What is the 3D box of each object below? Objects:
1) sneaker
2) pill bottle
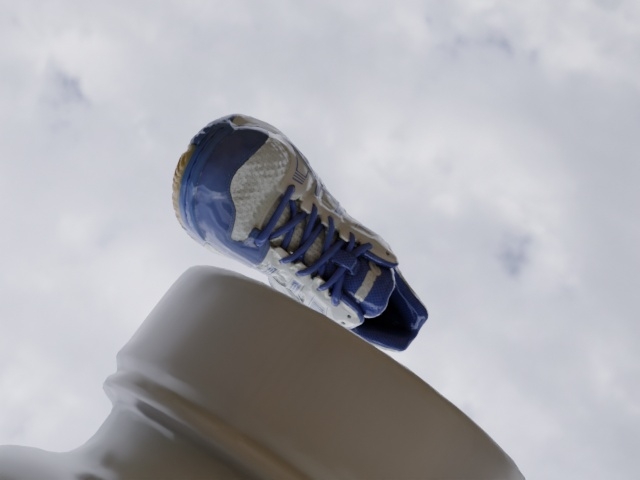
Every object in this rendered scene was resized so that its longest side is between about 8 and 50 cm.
[{"bbox_3d":[0.000,0.000,0.942,0.131,0.296,0.112,28,-97,34],"label":"sneaker"},{"bbox_3d":[-0.077,0.169,0.326,0.176,0.176,0.318,34,-106,6],"label":"pill bottle"}]
